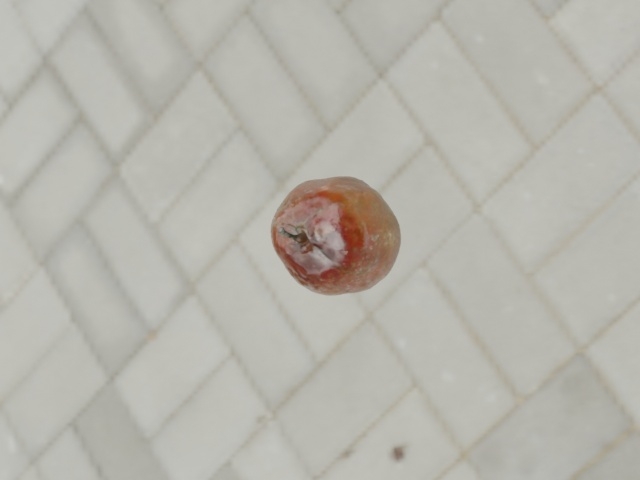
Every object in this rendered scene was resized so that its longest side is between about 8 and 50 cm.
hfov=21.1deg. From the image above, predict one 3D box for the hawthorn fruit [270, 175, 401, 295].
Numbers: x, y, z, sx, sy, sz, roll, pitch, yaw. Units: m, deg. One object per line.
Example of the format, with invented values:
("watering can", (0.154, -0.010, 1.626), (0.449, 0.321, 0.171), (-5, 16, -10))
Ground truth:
("hawthorn fruit", (0.000, 0.000, 0.900), (0.067, 0.103, 0.067), (5, 100, 25))
